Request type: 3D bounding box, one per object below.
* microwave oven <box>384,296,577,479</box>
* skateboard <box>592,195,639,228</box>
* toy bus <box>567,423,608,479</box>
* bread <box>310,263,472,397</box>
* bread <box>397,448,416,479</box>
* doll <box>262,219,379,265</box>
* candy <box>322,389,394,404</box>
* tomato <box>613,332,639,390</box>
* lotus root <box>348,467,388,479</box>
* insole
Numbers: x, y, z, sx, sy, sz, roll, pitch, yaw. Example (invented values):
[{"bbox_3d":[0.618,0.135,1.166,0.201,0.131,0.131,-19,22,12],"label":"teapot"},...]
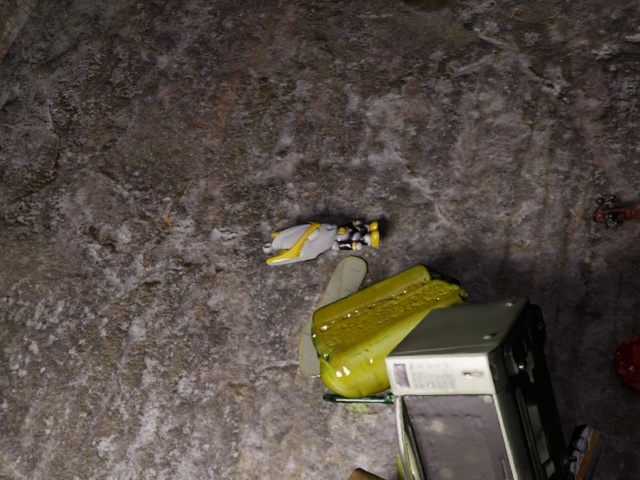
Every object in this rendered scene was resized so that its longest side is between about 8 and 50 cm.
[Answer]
[{"bbox_3d":[0.322,0.347,1.370,0.247,0.333,0.394,-11,99,30],"label":"microwave oven"},{"bbox_3d":[0.756,-0.078,1.788,0.151,0.067,0.080,-6,50,16],"label":"skateboard"},{"bbox_3d":[0.549,0.477,1.513,0.072,0.057,0.172,22,68,17],"label":"toy bus"},{"bbox_3d":[0.164,0.221,1.669,0.376,0.208,0.251,-22,39,-2],"label":"bread"},{"bbox_3d":[0.224,0.504,1.549,0.129,0.111,0.114,13,65,-12],"label":"bread"},{"bbox_3d":[0.000,0.002,1.913,0.316,0.103,0.145,-6,55,5],"label":"doll"},{"bbox_3d":[0.154,0.370,1.676,0.323,0.097,0.097,-3,59,21],"label":"candy"},{"bbox_3d":[0.732,0.274,1.567,0.159,0.091,0.139,-7,44,42],"label":"tomato"},{"bbox_3d":[0.103,0.639,1.432,0.250,0.316,0.316,21,67,10],"label":"lotus root"},{"bbox_3d":[0.031,0.190,1.845,0.119,0.009,0.348,14,65,23],"label":"insole"}]
